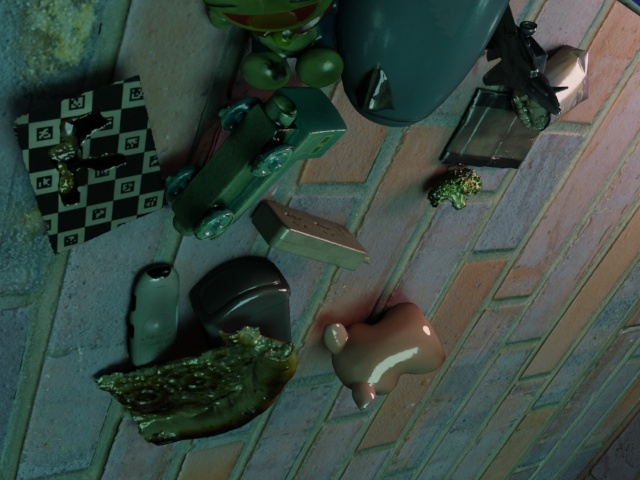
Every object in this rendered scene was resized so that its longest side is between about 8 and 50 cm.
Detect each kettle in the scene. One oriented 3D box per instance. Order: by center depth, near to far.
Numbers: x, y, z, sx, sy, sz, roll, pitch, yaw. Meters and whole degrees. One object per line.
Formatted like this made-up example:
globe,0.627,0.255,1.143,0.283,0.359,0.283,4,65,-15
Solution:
kettle,0.150,-0.338,1.191,0.319,0.247,0.342,-47,159,-48

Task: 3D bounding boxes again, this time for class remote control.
remote control,-0.301,0.147,1.476,0.097,0.045,0.256,-14,134,-27

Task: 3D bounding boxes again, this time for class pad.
pad,0.359,-0.220,1.631,0.233,0.022,0.174,-1,129,-37

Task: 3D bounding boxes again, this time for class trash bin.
trash bin,-0.144,0.143,1.552,0.176,0.101,0.236,-26,143,-17

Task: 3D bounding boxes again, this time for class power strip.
power strip,0.000,0.000,1.518,0.288,0.093,0.053,17,115,-47

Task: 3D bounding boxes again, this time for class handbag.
handbag,0.438,-0.287,1.560,0.173,0.095,0.117,-37,133,-24

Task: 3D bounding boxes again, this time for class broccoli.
broccoli,0.270,-0.099,1.636,0.097,0.095,0.092,-40,116,-47

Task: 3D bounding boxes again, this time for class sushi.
sushi,-0.335,-0.115,1.177,0.192,0.043,0.279,-26,147,-19

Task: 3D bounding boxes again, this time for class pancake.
pancake,-0.218,0.291,1.564,0.426,0.067,0.305,-22,141,20

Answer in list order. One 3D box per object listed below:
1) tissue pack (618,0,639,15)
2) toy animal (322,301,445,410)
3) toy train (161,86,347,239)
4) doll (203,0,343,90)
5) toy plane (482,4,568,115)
tissue pack,0.479,-0.477,1.303,0.269,0.209,0.137,12,131,-43
toy animal,0.145,0.241,1.823,0.256,0.195,0.213,-27,166,-10
toy train,-0.108,-0.115,1.265,0.298,0.120,0.194,-43,165,33
doll,-0.063,-0.341,1.052,0.198,0.186,0.322,-1,157,3
toy plane,0.341,-0.291,1.344,0.088,0.267,0.212,-18,138,-14
